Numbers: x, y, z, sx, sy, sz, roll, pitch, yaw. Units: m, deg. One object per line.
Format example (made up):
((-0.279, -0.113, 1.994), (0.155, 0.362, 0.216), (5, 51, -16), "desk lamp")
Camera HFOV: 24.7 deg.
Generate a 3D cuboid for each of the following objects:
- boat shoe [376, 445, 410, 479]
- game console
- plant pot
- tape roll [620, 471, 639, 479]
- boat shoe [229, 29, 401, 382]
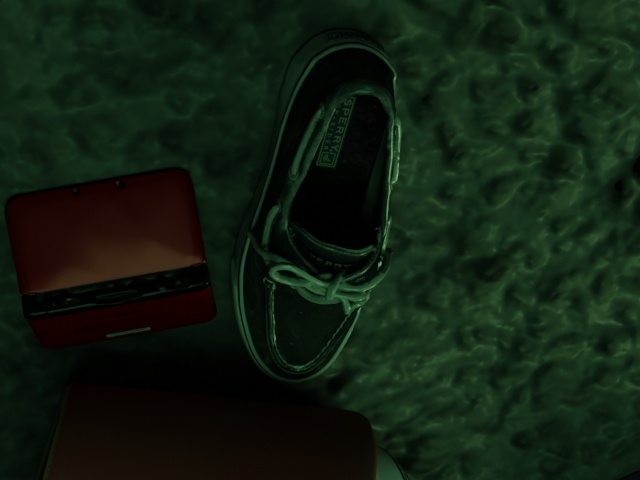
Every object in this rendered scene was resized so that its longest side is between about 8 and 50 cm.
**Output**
((0.088, 0.300, 1.335), (0.102, 0.108, 0.301), (-29, 117, -29), "boat shoe")
((-0.160, 0.017, 1.139), (0.144, 0.085, 0.124), (-10, 157, -3), "game console")
((-0.112, 0.236, 1.166), (0.243, 0.275, 0.275), (17, 120, -9), "plant pot")
((0.337, 0.306, 1.392), (0.188, 0.080, 0.189), (-5, 125, -8), "tape roll")
((0.004, 0.000, 1.100), (0.113, 0.105, 0.306), (8, 122, -16), "boat shoe")
